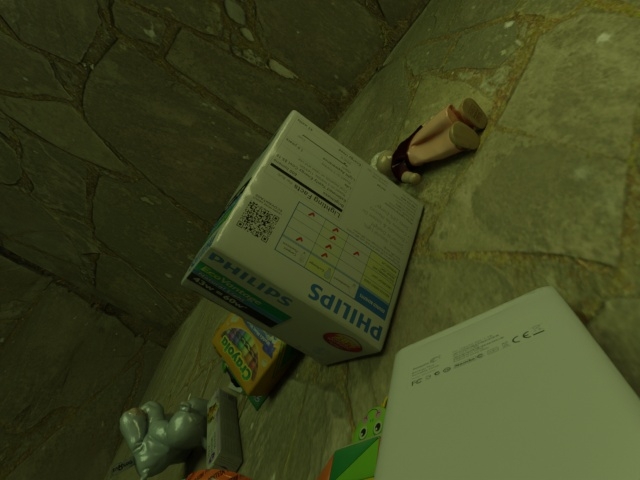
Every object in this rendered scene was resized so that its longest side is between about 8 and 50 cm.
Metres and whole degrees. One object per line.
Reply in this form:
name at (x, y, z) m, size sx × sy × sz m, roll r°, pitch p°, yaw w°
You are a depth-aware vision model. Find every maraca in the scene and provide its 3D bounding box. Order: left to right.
maraca at (-0.338, 0.379, 1.584) m, size 0.127 × 0.099 × 0.186 m, roll -161°, pitch 78°, yaw -76°

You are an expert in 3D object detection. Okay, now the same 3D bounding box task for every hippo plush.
hippo plush at (-0.443, 0.546, 1.287) m, size 0.236 × 0.234 × 0.294 m, roll -41°, pitch -8°, yaw 12°

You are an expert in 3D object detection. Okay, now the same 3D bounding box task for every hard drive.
hard drive at (0.151, 0.151, 0.390) m, size 0.210 × 0.040 × 0.318 m, roll -30°, pitch 5°, yaw 19°

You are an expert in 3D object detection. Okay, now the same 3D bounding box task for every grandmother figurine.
grandmother figurine at (0.235, -0.222, 1.059) m, size 0.208 × 0.104 × 0.342 m, roll -54°, pitch 16°, yaw -26°

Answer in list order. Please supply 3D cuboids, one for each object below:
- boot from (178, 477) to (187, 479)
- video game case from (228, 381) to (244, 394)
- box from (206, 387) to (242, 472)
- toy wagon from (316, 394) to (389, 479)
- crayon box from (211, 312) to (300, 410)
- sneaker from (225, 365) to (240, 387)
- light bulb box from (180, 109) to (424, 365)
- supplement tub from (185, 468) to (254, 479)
boot at (-0.365, 0.692, 1.070) m, size 0.244 × 0.088 × 0.176 m, roll -39°, pitch 25°, yaw 39°
video game case at (-0.223, 0.389, 1.353) m, size 0.143 × 0.019 × 0.157 m, roll -24°, pitch 35°, yaw 62°
box at (-0.259, 0.499, 1.161) m, size 0.063 × 0.067 × 0.324 m, roll -58°, pitch 17°, yaw -1°
toy wagon at (0.052, 0.346, 0.540) m, size 0.267 × 0.068 × 0.344 m, roll -42°, pitch 22°, yaw 41°
crayon box at (-0.149, 0.243, 1.125) m, size 0.203 × 0.083 × 0.323 m, roll 41°, pitch 100°, yaw 37°
sneaker at (-0.147, 0.300, 1.219) m, size 0.283 × 0.107 × 0.124 m, roll -44°, pitch 47°, yaw 16°
light bulb box at (-0.023, 0.004, 0.899) m, size 0.225 × 0.358 × 0.361 m, roll -38°, pitch 23°, yaw 54°
supplement tub at (-0.181, 0.529, 0.643) m, size 0.193 × 0.193 × 0.316 m, roll -46°, pitch 18°, yaw 32°
